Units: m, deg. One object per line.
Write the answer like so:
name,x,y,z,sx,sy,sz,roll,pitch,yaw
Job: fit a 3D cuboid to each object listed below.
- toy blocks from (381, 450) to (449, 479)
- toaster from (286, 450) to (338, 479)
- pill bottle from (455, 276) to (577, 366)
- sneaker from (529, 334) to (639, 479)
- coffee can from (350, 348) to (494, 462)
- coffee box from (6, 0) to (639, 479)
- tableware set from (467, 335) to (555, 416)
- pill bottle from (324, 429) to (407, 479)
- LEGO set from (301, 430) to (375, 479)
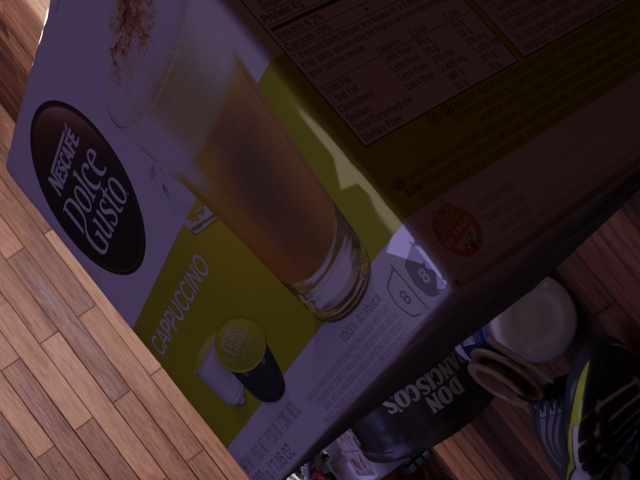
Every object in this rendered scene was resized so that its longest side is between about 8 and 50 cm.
toy blocks,0.078,0.364,2.119,0.381,0.191,0.261,55,152,-2
toaster,-0.007,0.367,2.009,0.185,0.110,0.168,26,127,41
pill bottle,0.199,0.092,1.337,0.094,0.094,0.169,54,164,0
sneaker,0.272,0.185,1.312,0.121,0.111,0.300,47,161,32
coffee can,0.068,0.102,1.526,0.275,0.201,0.201,57,163,-11
coffee box,0.024,-0.089,0.895,0.334,0.338,0.337,50,144,11
tableware set,0.140,0.120,1.289,0.194,0.039,0.128,33,164,9
pill bottle,-0.001,0.152,1.774,0.392,0.224,0.224,52,163,7
LEGO set,-0.015,0.270,1.631,0.244,0.060,0.182,58,153,-4
